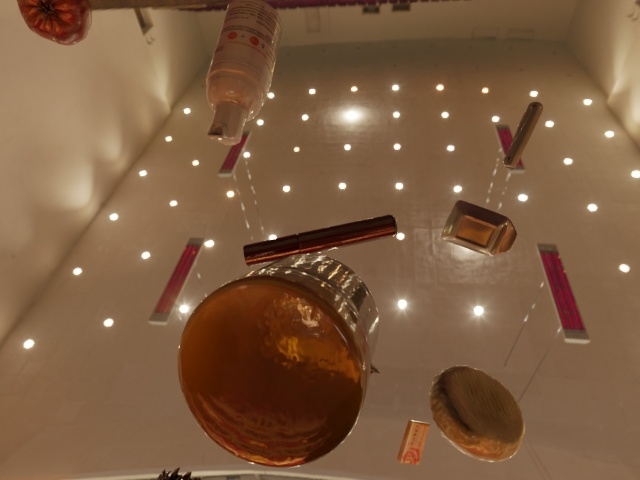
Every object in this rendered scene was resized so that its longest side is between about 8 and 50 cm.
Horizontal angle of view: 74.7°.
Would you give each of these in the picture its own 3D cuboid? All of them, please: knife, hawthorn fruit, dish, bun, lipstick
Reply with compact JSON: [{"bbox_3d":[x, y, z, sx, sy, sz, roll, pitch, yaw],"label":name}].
[{"bbox_3d":[0.466,-0.244,0.972,0.023,0.162,0.044,22,-175,-28],"label":"knife"},{"bbox_3d":[-0.502,-0.438,0.795,0.125,0.125,0.140,-35,-139,-26],"label":"hawthorn fruit"},{"bbox_3d":[0.547,-0.028,1.426,0.234,0.154,0.064,20,-162,4],"label":"dish"},{"bbox_3d":[0.339,0.395,0.948,0.222,0.128,0.222,14,-141,-11],"label":"bun"},{"bbox_3d":[0.000,0.000,0.973,0.356,0.057,0.057,-13,-135,1],"label":"lipstick"}]

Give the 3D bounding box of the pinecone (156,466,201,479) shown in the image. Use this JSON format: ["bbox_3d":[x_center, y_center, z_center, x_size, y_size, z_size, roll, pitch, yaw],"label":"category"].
[{"bbox_3d":[-0.323,0.608,0.949,0.173,0.174,0.174,-3,-135,3],"label":"pinecone"}]

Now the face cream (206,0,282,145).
[{"bbox_3d":[-0.190,-0.369,0.972,0.145,0.145,0.370,6,-110,12],"label":"face cream"}]

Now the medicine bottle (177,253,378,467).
[{"bbox_3d":[-0.042,0.147,0.600,0.237,0.238,0.232,5,-172,11],"label":"medicine bottle"}]

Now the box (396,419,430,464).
[{"bbox_3d":[0.209,0.452,0.940,0.015,0.058,0.093,6,-103,63],"label":"box"}]

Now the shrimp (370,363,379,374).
[{"bbox_3d":[0.078,0.221,0.816,0.108,0.059,0.023,31,-174,-12],"label":"shrimp"}]
